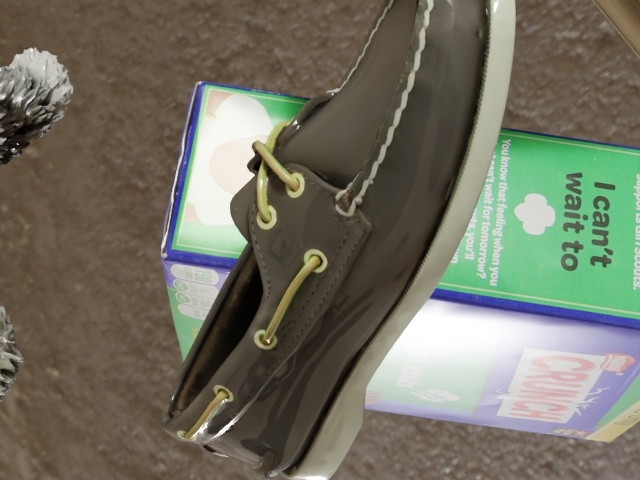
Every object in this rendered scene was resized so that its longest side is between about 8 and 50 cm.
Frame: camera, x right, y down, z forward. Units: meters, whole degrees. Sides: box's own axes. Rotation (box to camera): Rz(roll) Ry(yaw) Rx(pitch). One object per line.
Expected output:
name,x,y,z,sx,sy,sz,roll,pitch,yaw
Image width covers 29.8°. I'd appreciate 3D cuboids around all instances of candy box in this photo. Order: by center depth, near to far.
candy box,0.071,0.030,0.767,0.317,0.122,0.268,7,158,0

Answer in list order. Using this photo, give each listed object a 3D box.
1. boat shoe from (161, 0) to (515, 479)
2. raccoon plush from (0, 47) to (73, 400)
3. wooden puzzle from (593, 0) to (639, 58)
boat shoe,0.000,0.000,0.425,0.068,0.081,0.228,13,126,-12
raccoon plush,-0.278,-0.011,0.995,0.299,0.446,0.216,32,144,16
wooden puzzle,0.102,-0.092,0.350,0.116,0.014,0.078,58,150,5
